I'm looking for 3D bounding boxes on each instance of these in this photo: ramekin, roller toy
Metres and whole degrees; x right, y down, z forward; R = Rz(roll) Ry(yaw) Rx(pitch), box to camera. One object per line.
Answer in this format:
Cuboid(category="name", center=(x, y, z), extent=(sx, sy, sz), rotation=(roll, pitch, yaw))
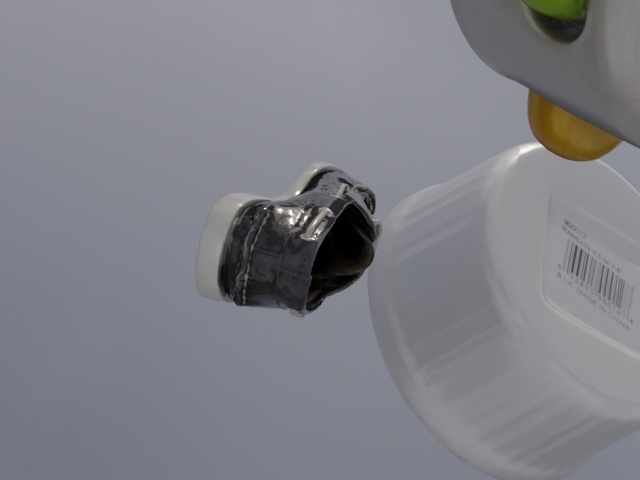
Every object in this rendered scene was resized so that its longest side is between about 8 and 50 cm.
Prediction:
Cuboid(category="ramekin", center=(0.187, 0.053, 1.164), extent=(0.277, 0.135, 0.277), rotation=(19, -125, -30))
Cuboid(category="roller toy", center=(0.164, -0.150, 0.687), extent=(0.191, 0.146, 0.209), rotation=(-45, -44, -9))

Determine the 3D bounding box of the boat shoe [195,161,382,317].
Cuboid(category="boat shoe", center=(0.000, 0.000, 0.463), extent=(0.038, 0.125, 0.046), rotation=(15, -82, 17))
